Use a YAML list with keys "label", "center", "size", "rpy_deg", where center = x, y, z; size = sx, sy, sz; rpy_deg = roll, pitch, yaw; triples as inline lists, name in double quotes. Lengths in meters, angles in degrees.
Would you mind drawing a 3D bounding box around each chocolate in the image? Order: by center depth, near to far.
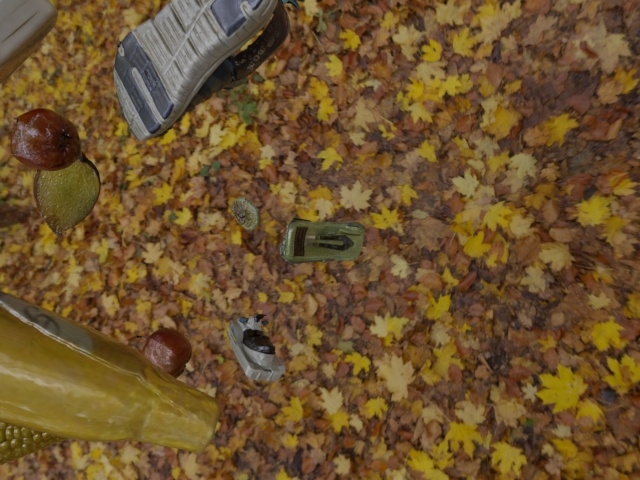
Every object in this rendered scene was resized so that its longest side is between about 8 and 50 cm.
- label: "chocolate"
  center: [-0.349, 0.180, 0.616]
  size: [0.445, 0.162, 0.162]
  rpy_deg: [27, 106, -20]

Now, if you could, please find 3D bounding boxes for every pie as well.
- label: "pie"
  center: [-0.180, -0.063, 1.072]
  size: [0.084, 0.020, 0.085]
  rpy_deg: [17, 125, 26]

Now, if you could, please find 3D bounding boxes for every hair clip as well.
- label: "hair clip"
  center: [-0.002, 0.000, 1.352]
  size: [0.091, 0.321, 0.139]
  rpy_deg: [19, 102, 47]

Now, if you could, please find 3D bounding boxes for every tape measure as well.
- label: "tape measure"
  center: [-0.747, -0.467, 1.032]
  size: [0.265, 0.130, 0.258]
  rpy_deg: [-14, 46, 41]

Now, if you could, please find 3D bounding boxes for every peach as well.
- label: "peach"
  center: [-0.801, -0.156, 1.411]
  size: [0.068, 0.188, 0.280]
  rpy_deg: [27, 101, 49]

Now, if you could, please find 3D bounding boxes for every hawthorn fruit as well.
- label: "hawthorn fruit"
  center: [-0.663, -0.235, 1.060]
  size: [0.171, 0.148, 0.148]
  rpy_deg: [1, 95, 18]
- label: "hawthorn fruit"
  center: [-0.516, 0.358, 1.461]
  size: [0.193, 0.157, 0.157]
  rpy_deg: [33, 105, 7]

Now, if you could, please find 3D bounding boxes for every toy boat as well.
- label: "toy boat"
  center: [-0.205, 0.312, 1.393]
  size: [0.141, 0.140, 0.270]
  rpy_deg: [-50, 40, 17]

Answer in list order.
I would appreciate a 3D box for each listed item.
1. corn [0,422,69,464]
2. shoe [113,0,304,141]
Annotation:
- label: "corn"
  center: [-0.548, 0.299, 0.704]
  size: [0.144, 0.386, 0.144]
  rpy_deg: [25, 119, 58]
- label: "shoe"
  center: [-0.107, -0.167, 0.419]
  size: [0.207, 0.106, 0.092]
  rpy_deg: [-33, 80, 20]
